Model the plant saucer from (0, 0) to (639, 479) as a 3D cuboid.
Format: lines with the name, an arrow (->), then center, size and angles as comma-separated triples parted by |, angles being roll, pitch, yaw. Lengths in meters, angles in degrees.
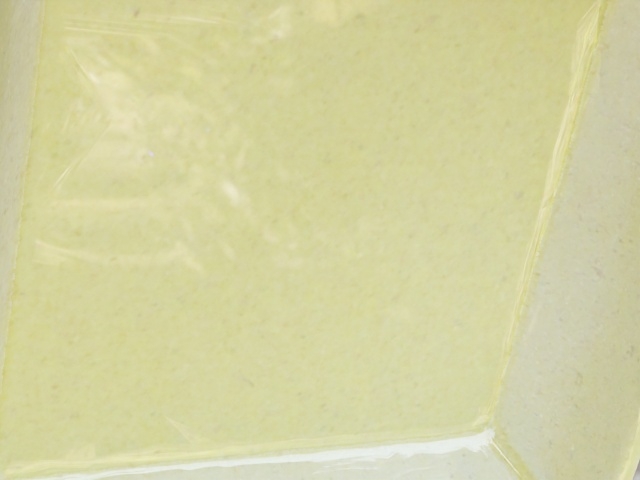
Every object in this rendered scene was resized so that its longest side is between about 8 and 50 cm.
plant saucer -> 0.000, 0.000, 0.680 | 0.332, 0.081, 0.333 | -2, 121, -25
